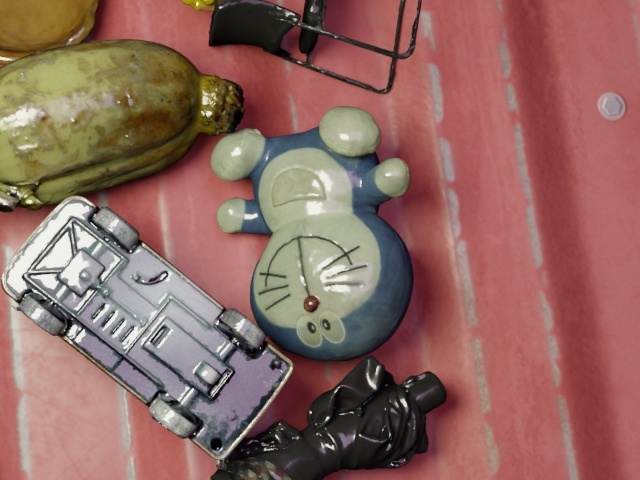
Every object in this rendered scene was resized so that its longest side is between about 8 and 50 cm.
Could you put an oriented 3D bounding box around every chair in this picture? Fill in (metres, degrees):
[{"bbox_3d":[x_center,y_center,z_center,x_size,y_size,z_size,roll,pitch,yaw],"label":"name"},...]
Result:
[{"bbox_3d":[-0.006,-0.268,1.309,0.221,0.140,0.145,9,78,-5],"label":"chair"}]

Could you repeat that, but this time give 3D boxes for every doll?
[{"bbox_3d":[0.000,0.000,1.253,0.228,0.154,0.258,-12,72,21],"label":"doll"}]

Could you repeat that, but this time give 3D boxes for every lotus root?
[{"bbox_3d":[-0.233,-0.124,1.224,0.309,0.173,0.173,-17,83,-18],"label":"lotus root"}]

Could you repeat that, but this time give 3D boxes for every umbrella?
[{"bbox_3d":[0.011,0.214,1.234,0.272,0.110,0.122,-28,85,-12],"label":"umbrella"}]

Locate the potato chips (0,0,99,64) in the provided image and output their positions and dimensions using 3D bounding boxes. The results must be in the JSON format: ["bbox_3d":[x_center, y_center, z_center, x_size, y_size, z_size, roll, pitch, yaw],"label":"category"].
[{"bbox_3d":[-0.348,-0.274,1.286,0.208,0.062,0.195,5,73,-8],"label":"potato chips"}]

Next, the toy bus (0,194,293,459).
[{"bbox_3d":[-0.178,0.087,1.201,0.289,0.157,0.139,38,81,-4],"label":"toy bus"}]

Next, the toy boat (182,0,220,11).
[{"bbox_3d":[-0.138,-0.398,1.329,0.141,0.099,0.317,-2,77,-14],"label":"toy boat"}]
